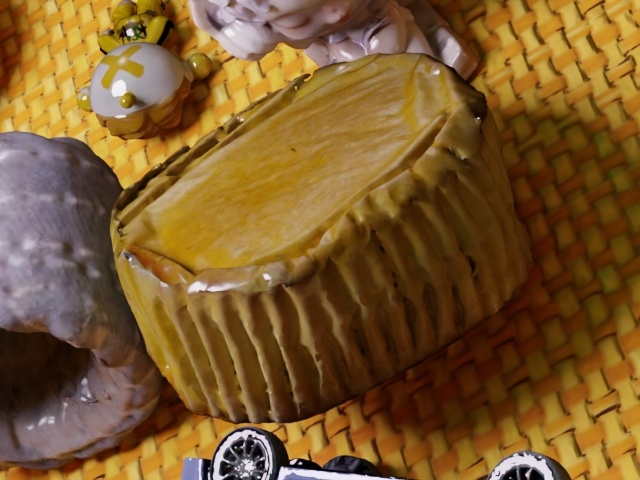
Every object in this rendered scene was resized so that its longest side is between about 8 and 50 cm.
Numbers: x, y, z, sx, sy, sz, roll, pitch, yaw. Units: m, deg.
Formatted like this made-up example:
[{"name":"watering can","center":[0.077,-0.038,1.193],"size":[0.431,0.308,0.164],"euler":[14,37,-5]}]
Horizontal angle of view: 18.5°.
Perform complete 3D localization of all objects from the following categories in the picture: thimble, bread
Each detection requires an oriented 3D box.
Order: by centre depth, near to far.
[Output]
[{"name":"bread","center":[0.000,0.000,1.227],"size":[0.253,0.142,0.227],"euler":[-34,38,-15]},{"name":"thimble","center":[-0.215,0.040,1.337],"size":[0.205,0.236,0.172],"euler":[-7,60,-2]}]

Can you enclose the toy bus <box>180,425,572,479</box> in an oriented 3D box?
[{"name":"toy bus","center":[0.056,0.189,1.140],"size":[0.292,0.125,0.133],"euler":[1,75,37]}]

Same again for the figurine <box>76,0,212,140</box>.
[{"name":"figurine","center":[-0.133,-0.136,1.497],"size":[0.101,0.068,0.143],"euler":[2,49,27]}]

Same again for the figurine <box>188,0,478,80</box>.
[{"name":"figurine","center":[-0.002,-0.172,1.319],"size":[0.162,0.237,0.141],"euler":[-33,43,11]}]
